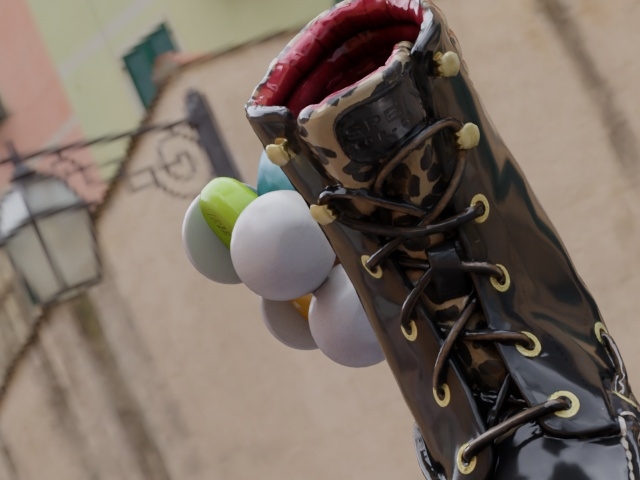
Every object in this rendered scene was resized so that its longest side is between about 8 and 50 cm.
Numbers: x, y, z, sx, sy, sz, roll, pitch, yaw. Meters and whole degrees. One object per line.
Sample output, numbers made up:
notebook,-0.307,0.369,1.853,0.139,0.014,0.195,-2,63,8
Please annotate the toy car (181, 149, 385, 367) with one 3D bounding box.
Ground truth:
toy car,0.000,0.000,1.167,0.136,0.182,0.159,-52,21,-11

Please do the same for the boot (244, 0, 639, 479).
boot,0.076,0.036,0.861,0.138,0.284,0.377,-25,21,14
